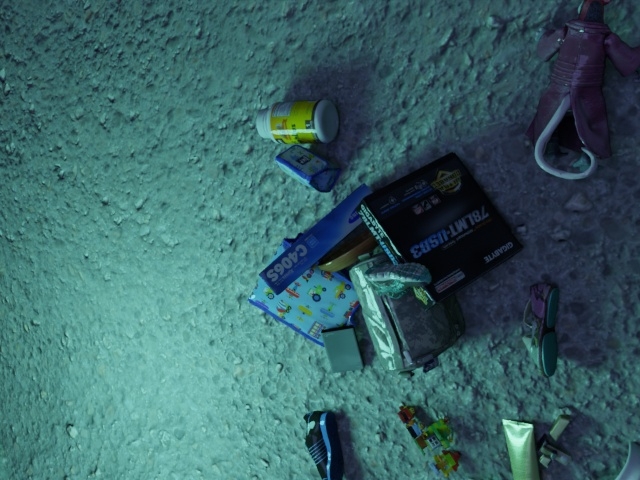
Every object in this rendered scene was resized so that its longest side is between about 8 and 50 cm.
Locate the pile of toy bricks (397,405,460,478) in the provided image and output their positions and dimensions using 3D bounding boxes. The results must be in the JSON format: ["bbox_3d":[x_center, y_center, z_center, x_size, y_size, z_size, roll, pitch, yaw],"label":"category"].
[{"bbox_3d":[0.296,0.507,1.617,0.105,0.118,0.212,-33,67,-4],"label":"pile of toy bricks"}]

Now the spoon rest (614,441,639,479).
[{"bbox_3d":[0.662,0.595,1.415,0.137,0.084,0.276,30,109,24],"label":"spoon rest"}]

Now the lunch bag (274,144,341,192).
[{"bbox_3d":[-0.037,-0.196,1.684,0.129,0.151,0.096,34,112,23],"label":"lunch bag"}]

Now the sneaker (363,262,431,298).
[{"bbox_3d":[0.176,0.093,1.354,0.166,0.065,0.076,1,121,45],"label":"sneaker"}]

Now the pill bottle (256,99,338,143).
[{"bbox_3d":[-0.066,-0.326,1.704,0.215,0.117,0.117,4,98,30],"label":"pill bottle"}]

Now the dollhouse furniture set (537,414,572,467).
[{"bbox_3d":[0.581,0.482,1.458,0.081,0.091,0.114,28,107,8],"label":"dollhouse furniture set"}]

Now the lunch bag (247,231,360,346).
[{"bbox_3d":[-0.019,0.155,1.742,0.293,0.138,0.221,36,110,12],"label":"lunch bag"}]

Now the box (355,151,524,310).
[{"bbox_3d":[0.281,-0.028,1.453,0.293,0.295,0.073,57,156,14],"label":"box"}]

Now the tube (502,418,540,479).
[{"bbox_3d":[0.506,0.564,1.518,0.070,0.062,0.240,-10,89,14],"label":"tube"}]

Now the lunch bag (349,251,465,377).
[{"bbox_3d":[0.202,0.165,1.528,0.212,0.256,0.305,-23,85,30],"label":"lunch bag"}]

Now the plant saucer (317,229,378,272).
[{"bbox_3d":[0.084,0.028,1.618,0.200,0.200,0.037,-29,97,29],"label":"plant saucer"}]

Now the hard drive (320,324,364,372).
[{"bbox_3d":[0.062,0.304,1.724,0.094,0.022,0.135,-11,110,13],"label":"hard drive"}]

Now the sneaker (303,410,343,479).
[{"bbox_3d":[0.005,0.614,1.805,0.090,0.081,0.232,-9,84,33],"label":"sneaker"}]

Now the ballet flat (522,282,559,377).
[{"bbox_3d":[0.520,0.210,1.465,0.079,0.077,0.221,3,93,48],"label":"ballet flat"}]

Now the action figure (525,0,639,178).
[{"bbox_3d":[0.521,-0.342,1.289,0.248,0.276,0.370,18,118,33],"label":"action figure"}]

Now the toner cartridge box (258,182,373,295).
[{"bbox_3d":[0.000,0.000,1.591,0.348,0.165,0.075,-41,89,-1],"label":"toner cartridge box"}]
